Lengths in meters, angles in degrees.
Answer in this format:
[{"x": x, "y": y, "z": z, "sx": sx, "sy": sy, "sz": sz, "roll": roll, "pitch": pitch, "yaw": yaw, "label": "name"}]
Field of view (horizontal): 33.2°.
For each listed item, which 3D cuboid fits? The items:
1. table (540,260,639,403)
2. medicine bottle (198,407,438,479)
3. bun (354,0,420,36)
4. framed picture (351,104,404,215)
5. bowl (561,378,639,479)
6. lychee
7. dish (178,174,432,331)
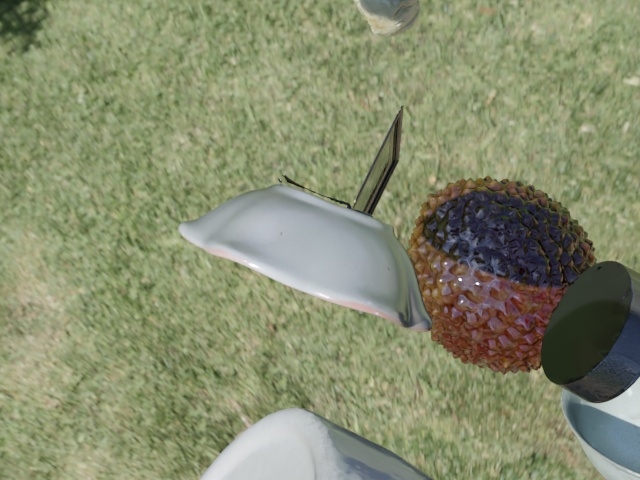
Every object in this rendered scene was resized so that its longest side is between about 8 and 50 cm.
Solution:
[{"x": 0.270, "y": 0.087, "z": 1.034, "sx": 0.043, "sy": 0.133, "sz": 0.133, "roll": 28, "pitch": 72, "yaw": -16, "label": "table"}, {"x": 0.097, "y": 0.246, "z": 0.513, "sx": 0.371, "sy": 0.211, "sz": 0.211, "roll": 32, "pitch": 72, "yaw": -18, "label": "medicine bottle"}, {"x": 0.095, "y": -0.405, "z": 1.658, "sx": 0.111, "sy": 0.164, "sz": 0.188, "roll": -28, "pitch": 107, "yaw": 7, "label": "bun"}, {"x": 0.087, "y": -0.094, "z": 1.711, "sx": 0.010, "sy": 0.199, "sz": 0.195, "roll": 23, "pitch": 70, "yaw": 10, "label": "framed picture"}, {"x": 0.518, "y": 0.310, "z": 1.628, "sx": 0.313, "sy": 0.146, "sz": 0.313, "roll": -2, "pitch": 32, "yaw": 1, "label": "bowl"}, {"x": 0.235, "y": 0.039, "z": 1.421, "sx": 0.267, "sy": 0.267, "sz": 0.267, "roll": -3, "pitch": 68, "yaw": 6, "label": "lychee"}, {"x": 0.000, "y": 0.000, "z": 0.901, "sx": 0.229, "sy": 0.229, "sz": 0.081, "roll": 22, "pitch": 91, "yaw": 15, "label": "dish"}]
